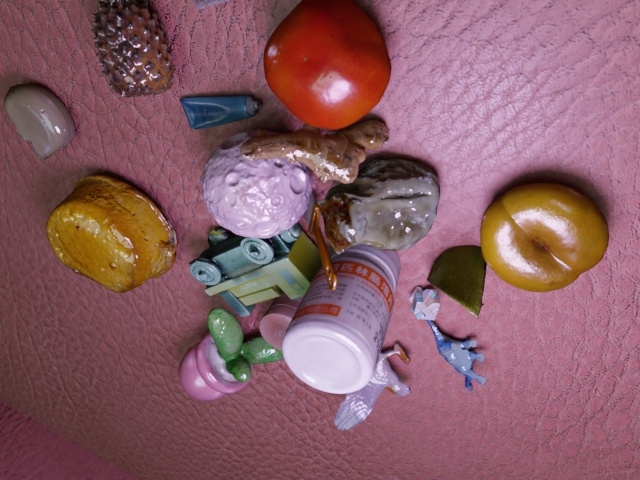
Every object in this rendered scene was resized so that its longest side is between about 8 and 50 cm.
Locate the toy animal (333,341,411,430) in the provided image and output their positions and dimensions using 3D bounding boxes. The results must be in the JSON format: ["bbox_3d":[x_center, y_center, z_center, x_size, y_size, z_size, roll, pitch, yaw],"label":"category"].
[{"bbox_3d":[0.122,0.362,1.436,0.302,0.225,0.284,-29,87,20],"label":"toy animal"}]

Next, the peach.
[{"bbox_3d":[0.466,-0.009,1.012,0.251,0.153,0.251,6,124,9],"label":"peach"}]

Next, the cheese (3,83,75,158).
[{"bbox_3d":[-0.782,-0.342,1.320,0.175,0.091,0.202,-21,110,32],"label":"cheese"}]

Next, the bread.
[{"bbox_3d":[-0.615,-0.004,1.409,0.358,0.204,0.337,25,132,2],"label":"bread"}]

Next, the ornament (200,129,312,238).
[{"bbox_3d":[-0.150,-0.136,1.101,0.259,0.259,0.225,-8,128,26],"label":"ornament"}]

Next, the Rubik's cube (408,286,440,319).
[{"bbox_3d":[0.269,0.161,1.244,0.073,0.075,0.084,4,110,0],"label":"Rubik's cube"}]

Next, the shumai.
[{"bbox_3d":[0.140,-0.055,1.067,0.260,0.222,0.225,-9,115,21],"label":"shumai"}]

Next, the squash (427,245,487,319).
[{"bbox_3d":[0.293,0.120,1.096,0.093,0.252,0.169,34,127,0],"label":"squash"}]

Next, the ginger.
[{"bbox_3d":[-0.005,-0.193,1.008,0.333,0.081,0.148,-1,85,-16],"label":"ginger"}]

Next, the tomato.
[{"bbox_3d":[0.007,-0.343,0.932,0.259,0.180,0.260,4,99,26],"label":"tomato"}]

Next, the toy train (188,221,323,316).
[{"bbox_3d":[-0.179,0.069,1.316,0.397,0.160,0.253,-21,121,33],"label":"toy train"}]

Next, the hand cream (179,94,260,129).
[{"bbox_3d":[-0.245,-0.319,1.156,0.224,0.048,0.083,0,124,27],"label":"hand cream"}]

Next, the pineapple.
[{"bbox_3d":[-0.428,-0.504,1.041,0.175,0.175,0.361,2,112,20],"label":"pineapple"}]

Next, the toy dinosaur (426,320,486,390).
[{"bbox_3d":[0.380,0.311,1.297,0.329,0.076,0.144,52,157,-16],"label":"toy dinosaur"}]

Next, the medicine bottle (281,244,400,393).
[{"bbox_3d":[0.066,0.158,1.137,0.211,0.371,0.211,11,126,15],"label":"medicine bottle"}]

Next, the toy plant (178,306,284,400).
[{"bbox_3d":[-0.309,0.367,1.509,0.317,0.211,0.356,32,133,-32],"label":"toy plant"}]

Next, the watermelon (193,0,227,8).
[{"bbox_3d":[-0.201,-0.584,0.891,0.302,0.151,0.264,-18,114,30],"label":"watermelon"}]

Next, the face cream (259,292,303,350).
[{"bbox_3d":[-0.095,0.246,1.426,0.149,0.104,0.149,11,125,15],"label":"face cream"}]

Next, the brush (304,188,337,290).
[{"bbox_3d":[0.000,0.000,1.121,0.017,0.314,0.090,1,130,-16],"label":"brush"}]
